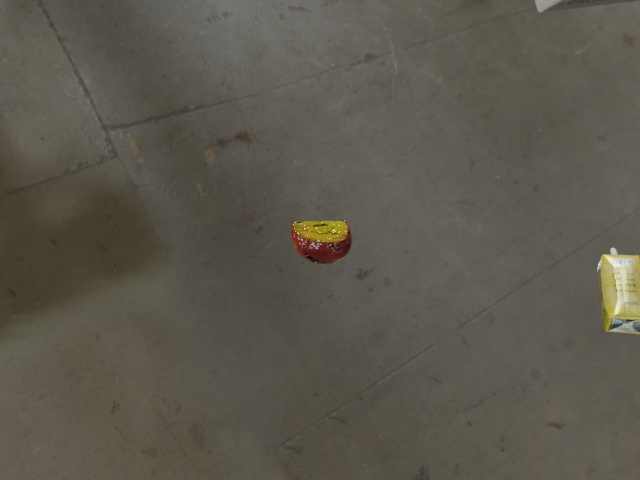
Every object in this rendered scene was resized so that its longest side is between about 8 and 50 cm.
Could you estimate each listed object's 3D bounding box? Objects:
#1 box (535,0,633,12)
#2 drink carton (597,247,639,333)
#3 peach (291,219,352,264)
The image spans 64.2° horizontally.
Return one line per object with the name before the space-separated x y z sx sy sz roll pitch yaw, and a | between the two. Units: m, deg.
box | 0.315 -0.332 0.535 0.233 0.067 0.149 -16 93 -21
drink carton | 0.594 0.081 1.007 0.084 0.074 0.200 -1 54 21
peach | 0.002 0.005 1.294 0.172 0.127 0.092 14 51 -40
